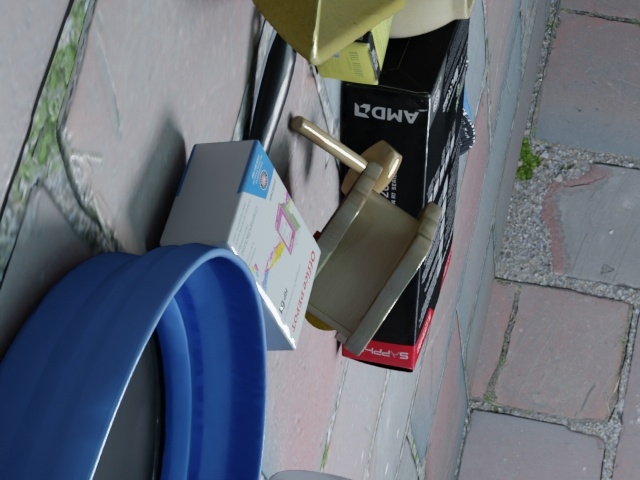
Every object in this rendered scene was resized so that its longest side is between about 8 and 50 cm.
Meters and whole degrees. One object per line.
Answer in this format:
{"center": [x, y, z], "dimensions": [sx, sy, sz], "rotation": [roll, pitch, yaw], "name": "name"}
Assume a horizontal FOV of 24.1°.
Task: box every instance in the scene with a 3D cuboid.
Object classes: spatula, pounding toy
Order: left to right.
{"center": [-0.047, -0.023, 1.143], "dimensions": [0.084, 0.030, 0.296], "rotation": [-41, 140, -74], "name": "spatula"}
{"center": [0.000, 0.000, 1.269], "dimensions": [0.154, 0.155, 0.269], "rotation": [-55, -179, 17], "name": "pounding toy"}

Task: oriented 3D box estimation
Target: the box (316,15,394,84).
{"center": [0.045, -0.261, 1.327], "dimensions": [0.087, 0.058, 0.232], "rotation": [64, 38, -71], "name": "box"}

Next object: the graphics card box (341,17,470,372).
{"center": [0.092, -0.070, 1.627], "dimensions": [0.233, 0.094, 0.371], "rotation": [-67, 163, -48], "name": "graphics card box"}

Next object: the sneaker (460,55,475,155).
{"center": [0.148, -0.203, 1.895], "dimensions": [0.082, 0.069, 0.209], "rotation": [-115, -172, -45], "name": "sneaker"}

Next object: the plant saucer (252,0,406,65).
{"center": [0.015, -0.317, 1.079], "dimensions": [0.333, 0.081, 0.332], "rotation": [-48, 146, -69], "name": "plant saucer"}

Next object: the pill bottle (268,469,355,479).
{"center": [-0.019, 0.350, 1.105], "dimensions": [0.188, 0.188, 0.334], "rotation": [-13, 120, -78], "name": "pill bottle"}

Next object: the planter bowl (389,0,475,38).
{"center": [0.100, -0.270, 1.456], "dimensions": [0.162, 0.109, 0.162], "rotation": [10, 90, -79], "name": "planter bowl"}

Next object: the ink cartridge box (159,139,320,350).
{"center": [-0.050, 0.006, 0.996], "dimensions": [0.122, 0.052, 0.088], "rotation": [62, 34, -46], "name": "ink cartridge box"}

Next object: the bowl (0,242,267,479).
{"center": [-0.120, 0.190, 0.859], "dimensions": [0.391, 0.077, 0.391], "rotation": [10, 90, -79], "name": "bowl"}
